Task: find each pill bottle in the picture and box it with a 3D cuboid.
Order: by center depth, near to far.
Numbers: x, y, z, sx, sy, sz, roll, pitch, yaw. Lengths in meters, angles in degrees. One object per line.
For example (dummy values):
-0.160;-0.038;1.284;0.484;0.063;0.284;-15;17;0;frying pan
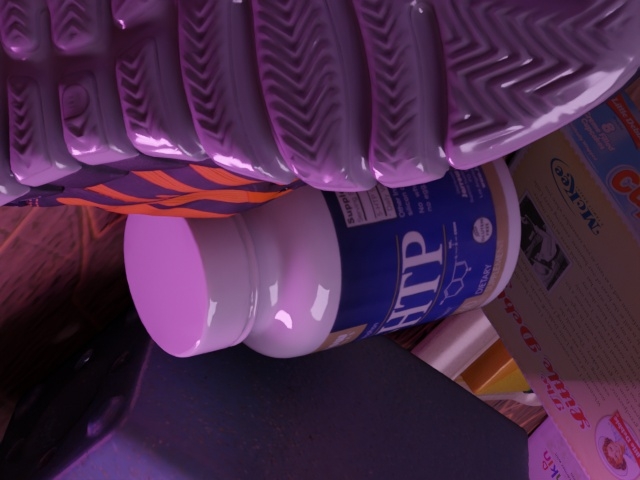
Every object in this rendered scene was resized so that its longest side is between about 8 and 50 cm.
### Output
0.000;0.000;0.831;0.187;0.112;0.112;-13;153;-33;pill bottle

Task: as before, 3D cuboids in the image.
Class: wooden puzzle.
0.190;0.057;1.226;0.221;0.044;0.239;-44;153;19;wooden puzzle

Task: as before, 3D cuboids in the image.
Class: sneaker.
-0.011;-0.074;0.597;0.321;0.124;0.180;-4;180;29;sneaker

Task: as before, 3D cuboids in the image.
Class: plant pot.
-0.054;0.168;0.919;0.247;0.248;0.252;-38;111;25;plant pot

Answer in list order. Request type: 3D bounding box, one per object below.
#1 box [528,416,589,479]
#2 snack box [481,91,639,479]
0.369;0.182;1.622;0.262;0.126;0.231;-16;155;-27;box
0.207;0.084;0.969;0.060;0.322;0.187;-20;157;-27;snack box
